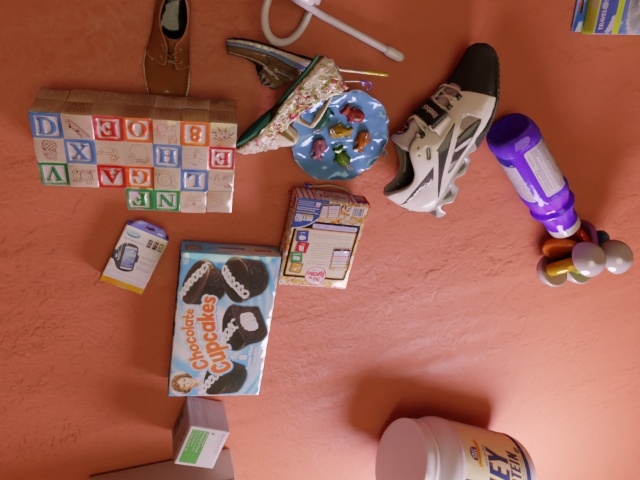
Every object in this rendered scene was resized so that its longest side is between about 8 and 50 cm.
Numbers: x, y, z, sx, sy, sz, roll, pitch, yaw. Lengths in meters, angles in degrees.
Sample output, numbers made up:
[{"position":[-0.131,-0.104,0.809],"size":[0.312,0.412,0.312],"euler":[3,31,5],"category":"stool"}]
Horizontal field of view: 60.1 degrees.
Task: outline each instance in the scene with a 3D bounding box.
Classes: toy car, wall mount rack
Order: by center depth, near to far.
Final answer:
[{"position":[0.061,-0.444,0.871],"size":[0.304,0.130,0.350],"euler":[1,120,-55],"category":"wall mount rack"},{"position":[0.568,0.022,1.214],"size":[0.182,0.159,0.136],"euler":[-3,75,-23],"category":"toy car"}]

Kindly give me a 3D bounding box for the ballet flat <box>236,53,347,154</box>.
[{"position":[-0.050,-0.204,0.919],"size":[0.077,0.091,0.241],"euler":[40,127,-18],"category":"ballet flat"}]

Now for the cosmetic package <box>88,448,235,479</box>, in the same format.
[{"position":[-0.338,0.581,1.214],"size":[0.309,0.113,0.160],"euler":[-9,115,-13],"category":"cosmetic package"}]

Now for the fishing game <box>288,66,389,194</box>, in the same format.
[{"position":[0.040,-0.181,0.998],"size":[0.189,0.041,0.264],"euler":[5,124,-20],"category":"fishing game"}]

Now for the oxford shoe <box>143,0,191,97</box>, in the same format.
[{"position":[-0.241,-0.295,0.875],"size":[0.076,0.076,0.212],"euler":[0,115,-18],"category":"oxford shoe"}]

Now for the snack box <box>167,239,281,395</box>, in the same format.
[{"position":[-0.195,0.161,1.096],"size":[0.187,0.060,0.322],"euler":[4,112,-17],"category":"snack box"}]

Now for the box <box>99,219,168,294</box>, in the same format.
[{"position":[-0.338,0.025,1.016],"size":[0.081,0.028,0.136],"euler":[25,102,-24],"category":"box"}]

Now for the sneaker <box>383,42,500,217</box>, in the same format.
[{"position":[0.213,-0.204,1.013],"size":[0.146,0.122,0.330],"euler":[10,110,-21],"category":"sneaker"}]

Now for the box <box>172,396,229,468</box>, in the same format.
[{"position":[-0.254,0.403,1.163],"size":[0.087,0.102,0.101],"euler":[18,106,-24],"category":"box"}]

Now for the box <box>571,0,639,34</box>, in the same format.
[{"position":[0.574,-0.449,1.051],"size":[0.178,0.042,0.109],"euler":[-5,114,-14],"category":"box"}]

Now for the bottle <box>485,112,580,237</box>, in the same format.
[{"position":[0.438,-0.121,1.114],"size":[0.092,0.118,0.283],"euler":[-35,117,13],"category":"bottle"}]

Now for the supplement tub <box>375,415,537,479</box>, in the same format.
[{"position":[0.319,0.553,1.314],"size":[0.325,0.235,0.235],"euler":[20,107,-23],"category":"supplement tub"}]

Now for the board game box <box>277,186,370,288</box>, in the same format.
[{"position":[0.000,0.000,1.077],"size":[0.147,0.045,0.193],"euler":[6,118,-18],"category":"board game box"}]

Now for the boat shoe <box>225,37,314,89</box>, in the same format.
[{"position":[-0.074,-0.288,0.928],"size":[0.183,0.066,0.066],"euler":[12,111,-20],"category":"boat shoe"}]

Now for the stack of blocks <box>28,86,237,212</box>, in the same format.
[{"position":[-0.289,-0.141,0.897],"size":[0.297,0.087,0.171],"euler":[1,129,-13],"category":"stack of blocks"}]
